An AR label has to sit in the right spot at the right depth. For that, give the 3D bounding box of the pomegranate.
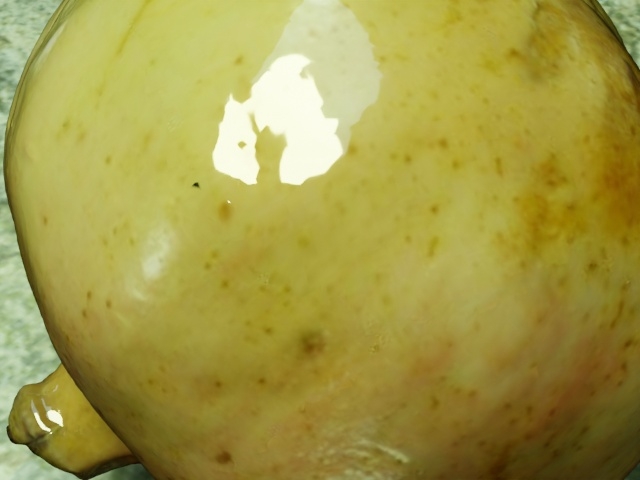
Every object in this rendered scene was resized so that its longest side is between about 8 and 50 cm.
[{"bbox_3d":[0.000,0.000,0.618,0.338,0.338,0.338,-2,40,2],"label":"pomegranate"}]
